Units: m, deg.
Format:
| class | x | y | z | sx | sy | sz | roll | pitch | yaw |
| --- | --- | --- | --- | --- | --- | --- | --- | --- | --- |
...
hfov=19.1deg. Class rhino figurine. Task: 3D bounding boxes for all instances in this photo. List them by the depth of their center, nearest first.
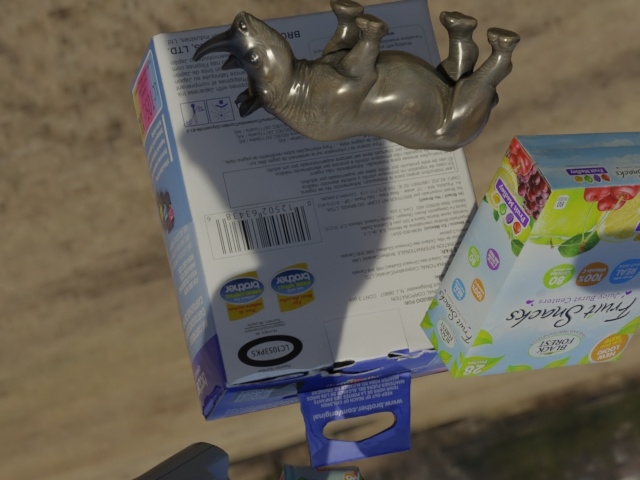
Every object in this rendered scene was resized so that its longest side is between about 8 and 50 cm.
| class | x | y | z | sx | sy | sz | roll | pitch | yaw |
| --- | --- | --- | --- | --- | --- | --- | --- | --- | --- |
| rhino figurine | 0.024 | -0.125 | 1.444 | 0.243 | 0.106 | 0.073 | 5 | -159 | -11 |

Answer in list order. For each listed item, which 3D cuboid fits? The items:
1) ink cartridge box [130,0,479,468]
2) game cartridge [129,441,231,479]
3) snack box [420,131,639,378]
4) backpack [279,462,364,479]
| class | x | y | z | sx | sy | sz | roll | pitch | yaw |
| --- | --- | --- | --- | --- | --- | --- | --- | --- | --- |
| ink cartridge box | 0.000 | 0.000 | 1.729 | 0.270 | 0.395 | 0.151 | -10 | 165 | -15 |
| game cartridge | -0.139 | 0.288 | 1.204 | 0.060 | 0.294 | 0.196 | 22 | -150 | 27 |
| snack box | 0.198 | 0.011 | 1.507 | 0.174 | 0.070 | 0.207 | -4 | 137 | -30 |
| backpack | -0.008 | 0.301 | 1.761 | 0.144 | 0.188 | 0.166 | 2 | 130 | 6 |
